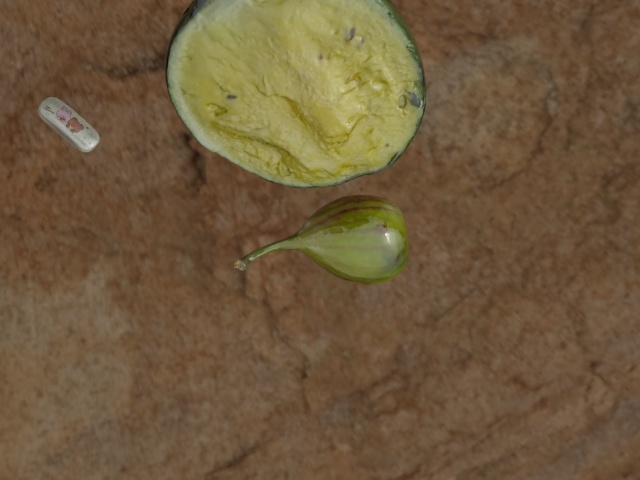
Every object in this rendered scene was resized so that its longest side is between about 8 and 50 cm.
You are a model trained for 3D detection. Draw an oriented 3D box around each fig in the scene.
[{"bbox_3d":[0.010,-0.005,1.045,0.166,0.093,0.093,7,112,-32],"label":"fig"}]

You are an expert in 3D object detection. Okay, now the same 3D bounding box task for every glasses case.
[{"bbox_3d":[-0.307,-0.142,1.372,0.083,0.021,0.032,41,60,-4],"label":"glasses case"}]

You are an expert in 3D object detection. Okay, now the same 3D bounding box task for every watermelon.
[{"bbox_3d":[-0.021,-0.156,0.947,0.232,0.127,0.204,36,125,-20],"label":"watermelon"}]
